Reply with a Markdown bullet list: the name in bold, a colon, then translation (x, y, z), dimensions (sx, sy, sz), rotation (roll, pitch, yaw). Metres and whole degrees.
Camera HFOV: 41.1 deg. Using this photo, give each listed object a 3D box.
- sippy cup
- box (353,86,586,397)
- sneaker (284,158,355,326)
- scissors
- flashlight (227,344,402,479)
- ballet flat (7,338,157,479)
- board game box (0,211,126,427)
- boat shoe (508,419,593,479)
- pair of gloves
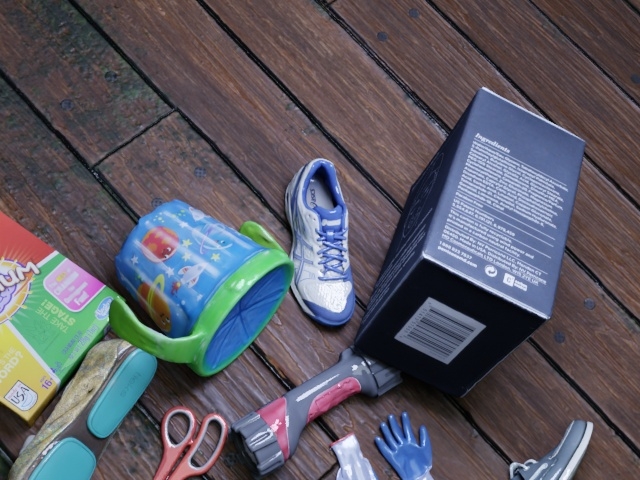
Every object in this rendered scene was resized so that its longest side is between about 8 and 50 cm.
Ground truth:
- **sippy cup**: translation (-0.198, 0.060, 1.371), dimensions (0.224, 0.305, 0.240), rotation (37, 93, 15)
- **box**: translation (0.248, 0.004, 1.413), dimensions (0.211, 0.293, 0.396), rotation (26, 52, -3)
- **sneaker**: translation (0.000, 0.000, 1.484), dimensions (0.111, 0.131, 0.297), rotation (-8, 72, -18)
- **scissors**: translation (-0.244, 0.394, 1.322), dimensions (0.109, 0.021, 0.297), rotation (26, 64, -2)
- **flashlight**: translation (0.000, 0.272, 1.394), dimensions (0.304, 0.103, 0.103), rotation (-25, 39, -26)
- **ballet flat**: translation (-0.378, 0.291, 1.284), dimensions (0.123, 0.123, 0.349), rotation (31, 60, 0)
- **board game box**: translation (-0.509, 0.104, 1.351), dimensions (0.316, 0.064, 0.242), rotation (34, 65, 2)
- **boat shoe**: translation (0.353, 0.404, 1.415), dimensions (0.099, 0.116, 0.319), rotation (27, 54, 25)
- **pair of gloves**: translation (0.105, 0.381, 1.413), dimensions (0.198, 0.023, 0.159), rotation (-18, 73, -20)
